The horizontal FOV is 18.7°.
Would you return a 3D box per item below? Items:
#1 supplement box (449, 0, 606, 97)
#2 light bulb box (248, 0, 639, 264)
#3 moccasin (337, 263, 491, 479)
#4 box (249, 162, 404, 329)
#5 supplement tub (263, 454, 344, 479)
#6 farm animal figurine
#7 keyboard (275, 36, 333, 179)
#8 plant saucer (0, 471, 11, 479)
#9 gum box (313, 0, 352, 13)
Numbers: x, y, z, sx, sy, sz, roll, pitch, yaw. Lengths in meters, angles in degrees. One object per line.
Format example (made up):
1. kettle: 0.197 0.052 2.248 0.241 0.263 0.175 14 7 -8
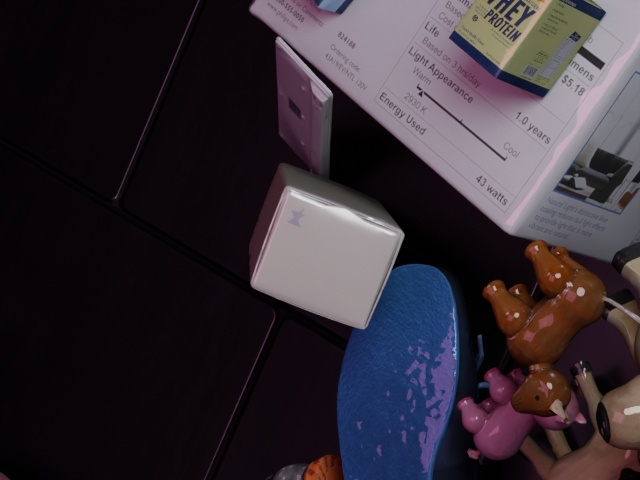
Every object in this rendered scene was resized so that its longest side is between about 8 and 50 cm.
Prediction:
1. supplement box: 0.159 -0.165 1.487 0.056 0.083 0.083 44 107 29
2. light bulb box: 0.197 -0.231 1.660 0.358 0.225 0.361 43 107 32
3. moccasin: 0.083 0.192 1.743 0.137 0.117 0.342 7 91 32
4. box: 0.000 0.000 1.733 0.113 0.275 0.094 21 96 -3
5. supplement tub: -0.040 0.285 1.816 0.190 0.117 0.117 -37 64 24
6. farm animal figurine: 0.277 0.109 1.565 0.326 0.330 0.172 -31 60 -4
7. keyboard: -0.016 -0.115 1.788 0.014 0.256 0.072 -35 77 -10
8. plant saucer: -0.386 0.395 2.061 0.332 0.084 0.332 -6 79 35
9. gum box: 0.007 -0.311 1.636 0.157 0.041 0.184 -46 65 22
